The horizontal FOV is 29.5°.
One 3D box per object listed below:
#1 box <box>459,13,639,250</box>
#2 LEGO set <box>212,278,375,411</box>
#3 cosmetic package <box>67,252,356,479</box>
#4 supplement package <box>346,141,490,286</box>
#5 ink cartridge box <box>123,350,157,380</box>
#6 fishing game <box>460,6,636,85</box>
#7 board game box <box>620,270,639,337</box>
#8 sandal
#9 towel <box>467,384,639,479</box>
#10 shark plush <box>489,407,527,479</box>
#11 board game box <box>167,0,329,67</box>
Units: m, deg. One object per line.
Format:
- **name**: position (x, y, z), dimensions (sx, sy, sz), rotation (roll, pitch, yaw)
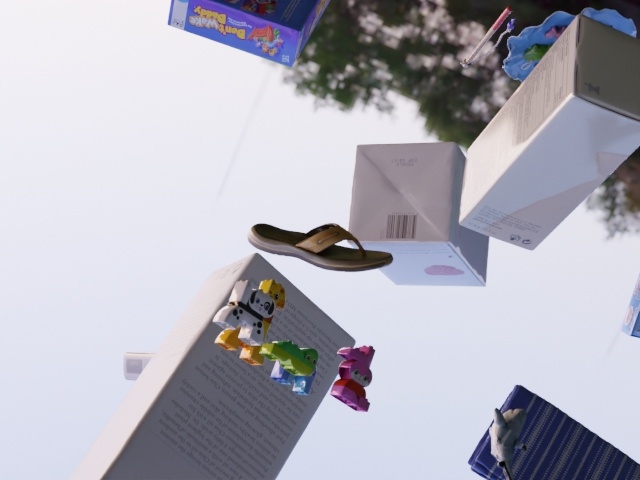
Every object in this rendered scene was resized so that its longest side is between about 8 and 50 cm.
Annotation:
- **box**: position (0.307, -0.133, 1.599), dimensions (0.121, 0.311, 0.148), rotation (20, -124, -12)
- **LEGO set**: position (-0.036, 0.098, 1.333), dimensions (0.087, 0.093, 0.227), rotation (-4, 149, 46)
- **cosmetic package**: position (-0.163, 0.267, 1.837), dimensions (0.230, 0.161, 0.453), rotation (43, -123, -16)
- **supplement package**: position (0.178, -0.037, 2.086), dimensions (0.178, 0.175, 0.293), rotation (0, 164, 21)
- **ink cartridge box**: position (-0.194, 0.211, 2.100), dimensions (0.232, 0.066, 0.189), rotation (4, 174, -37)
- **fishing game**: position (0.332, -0.247, 1.630), dimensions (0.264, 0.189, 0.041), rotation (3, -115, -21)
- **board game box**: position (0.613, 0.100, 2.003), dimensions (0.211, 0.160, 0.039), rotation (14, -173, -19)
- **sandal**: position (0.000, 0.000, 1.465), dimensions (0.180, 0.049, 0.072), rotation (15, -163, 11)
- **towel**: position (0.478, 0.457, 2.416), dimensions (0.336, 0.040, 0.243), rotation (34, -129, 6)
- **shark plush**: position (0.356, 0.379, 2.284), dimensions (0.067, 0.073, 0.161), rotation (5, -144, 2)
- **board game box**: position (-0.104, -0.465, 2.205), dimensions (0.233, 0.078, 0.347), rotation (20, -139, 4)
